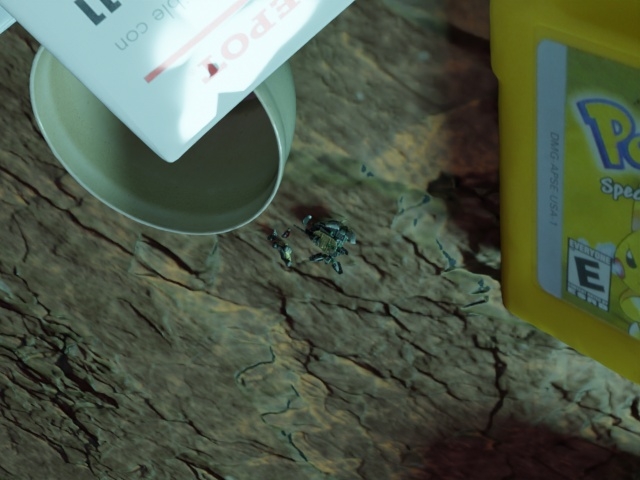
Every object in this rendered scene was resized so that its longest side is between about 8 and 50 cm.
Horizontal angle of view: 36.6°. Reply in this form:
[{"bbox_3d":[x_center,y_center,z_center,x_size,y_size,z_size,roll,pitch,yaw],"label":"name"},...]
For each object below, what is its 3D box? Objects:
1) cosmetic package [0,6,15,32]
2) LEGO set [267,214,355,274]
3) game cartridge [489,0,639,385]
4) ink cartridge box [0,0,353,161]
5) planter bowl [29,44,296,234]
[{"bbox_3d":[-0.309,-0.256,0.479,0.377,0.097,0.284,53,163,-28],"label":"cosmetic package"},{"bbox_3d":[-0.002,-0.002,0.739,0.083,0.023,0.054,10,134,33],"label":"LEGO set"},{"bbox_3d":[0.209,-0.028,0.505,0.285,0.053,0.323,31,147,39],"label":"game cartridge"},{"bbox_3d":[-0.060,-0.178,0.358,0.207,0.119,0.353,-42,138,1],"label":"ink cartridge box"},{"bbox_3d":[-0.084,-0.099,0.613,0.162,0.109,0.162,12,135,12],"label":"planter bowl"}]
